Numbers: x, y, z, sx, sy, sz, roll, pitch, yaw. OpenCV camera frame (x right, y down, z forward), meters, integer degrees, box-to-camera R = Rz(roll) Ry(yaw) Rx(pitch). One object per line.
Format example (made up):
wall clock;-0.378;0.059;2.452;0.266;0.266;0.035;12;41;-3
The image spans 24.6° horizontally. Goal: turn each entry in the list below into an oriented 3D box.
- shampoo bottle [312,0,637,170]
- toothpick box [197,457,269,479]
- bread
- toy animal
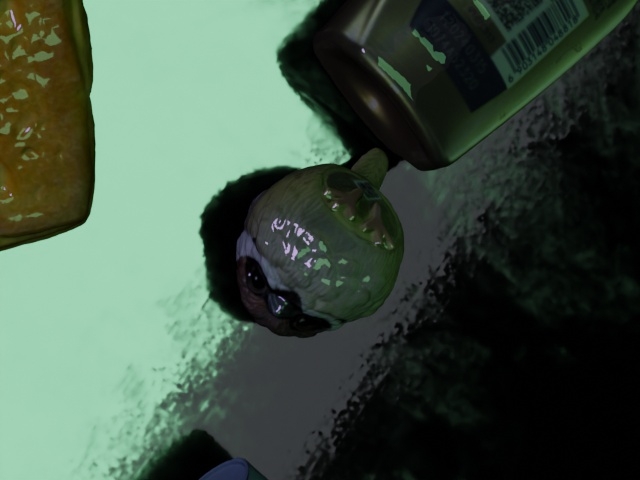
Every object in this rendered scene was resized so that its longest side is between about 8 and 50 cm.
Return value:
shampoo bottle;0.156;-0.194;0.885;0.350;0.084;0.125;-44;106;-12
toothpick box;-0.021;0.210;0.836;0.153;0.101;0.101;43;80;-13
bread;-0.225;-0.099;0.744;0.210;0.099;0.235;-14;112;-18
toy animal;0.000;0.000;0.854;0.098;0.137;0.098;6;120;11
